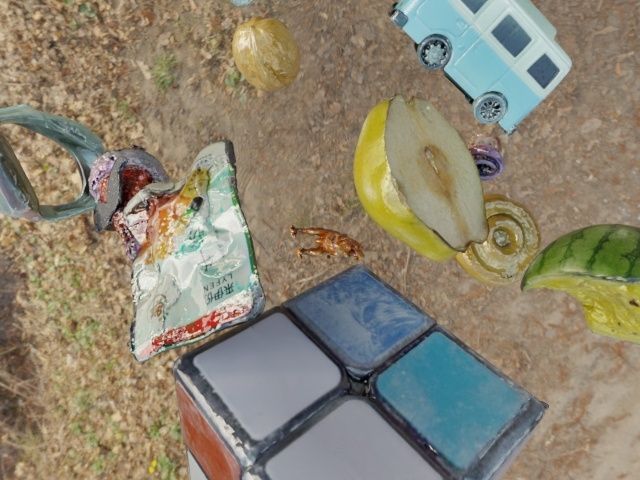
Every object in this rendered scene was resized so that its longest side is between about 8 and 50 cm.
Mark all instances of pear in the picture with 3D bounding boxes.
[{"bbox_3d":[0.215,-0.130,1.109,0.191,0.340,0.387,-26,81,48],"label":"pear"}]

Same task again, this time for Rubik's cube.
[{"bbox_3d":[0.030,0.271,0.605,0.318,0.313,0.316,-24,138,-35],"label":"Rubik's cube"}]

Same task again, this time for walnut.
[{"bbox_3d":[-0.129,-0.452,1.137,0.159,0.206,0.159,-3,79,14],"label":"walnut"}]

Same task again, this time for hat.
[{"bbox_3d":[-0.296,-0.042,0.720,0.140,0.228,0.129,-37,136,11],"label":"hat"}]

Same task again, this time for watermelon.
[{"bbox_3d":[0.571,0.066,0.886,0.330,0.190,0.331,15,162,5],"label":"watermelon"}]

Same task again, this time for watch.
[{"bbox_3d":[-0.573,-0.162,0.988,0.161,0.241,0.254,17,130,39],"label":"watch"}]

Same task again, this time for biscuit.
[{"bbox_3d":[0.561,-0.004,1.481,0.296,0.102,0.297,1,81,-8],"label":"biscuit"}]

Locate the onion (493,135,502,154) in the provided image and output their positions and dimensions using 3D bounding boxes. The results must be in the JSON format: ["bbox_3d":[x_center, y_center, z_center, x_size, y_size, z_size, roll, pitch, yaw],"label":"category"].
[{"bbox_3d":[0.558,-0.305,1.578,0.097,0.107,0.107,42,115,6],"label":"onion"}]

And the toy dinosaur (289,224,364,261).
[{"bbox_3d":[0.000,0.000,1.510,0.207,0.432,0.097,1,100,-17],"label":"toy dinosaur"}]

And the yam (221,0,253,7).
[{"bbox_3d":[-0.237,-0.689,1.256,0.107,0.194,0.108,-13,125,-18],"label":"yam"}]

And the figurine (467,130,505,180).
[{"bbox_3d":[0.434,-0.226,1.273,0.126,0.157,0.114,7,124,7],"label":"figurine"}]

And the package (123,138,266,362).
[{"bbox_3d":[-0.148,-0.001,0.508,0.166,0.232,0.040,-23,148,16],"label":"package"}]

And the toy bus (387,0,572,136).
[{"bbox_3d":[0.250,-0.318,0.738,0.271,0.133,0.165,37,119,-15],"label":"toy bus"}]
